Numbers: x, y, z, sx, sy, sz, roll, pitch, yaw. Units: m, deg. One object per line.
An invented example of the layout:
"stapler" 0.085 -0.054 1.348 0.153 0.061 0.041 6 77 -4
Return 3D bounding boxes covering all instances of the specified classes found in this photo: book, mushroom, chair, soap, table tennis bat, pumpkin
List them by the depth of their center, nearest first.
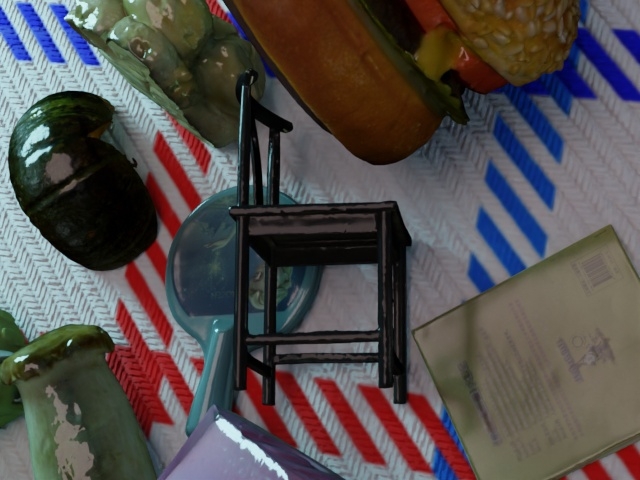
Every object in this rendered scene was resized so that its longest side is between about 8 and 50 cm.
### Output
"soap" 0.006 0.244 1.080 0.324 0.193 0.109 28 86 28
"book" 0.187 0.102 1.139 0.192 0.013 0.168 -29 66 14
"chair" 0.000 0.000 1.161 0.141 0.154 0.260 -1 78 8
"mushroom" -0.191 0.232 1.224 0.107 0.087 0.333 -16 74 -10
"table tennis bat" -0.079 0.064 1.253 0.149 0.038 0.237 8 78 20
"pumpkin" -0.236 -0.067 1.319 0.119 0.108 0.183 -38 63 16

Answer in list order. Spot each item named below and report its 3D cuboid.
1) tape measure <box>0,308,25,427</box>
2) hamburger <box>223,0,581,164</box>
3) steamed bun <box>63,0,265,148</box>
"tape measure" -0.349 0.126 1.323 0.177 0.087 0.154 -31 66 11
"hamburger" 0.055 -0.239 1.124 0.250 0.330 0.330 -34 66 10
"steamed bun" -0.137 -0.184 1.276 0.106 0.177 0.192 -50 49 -6
